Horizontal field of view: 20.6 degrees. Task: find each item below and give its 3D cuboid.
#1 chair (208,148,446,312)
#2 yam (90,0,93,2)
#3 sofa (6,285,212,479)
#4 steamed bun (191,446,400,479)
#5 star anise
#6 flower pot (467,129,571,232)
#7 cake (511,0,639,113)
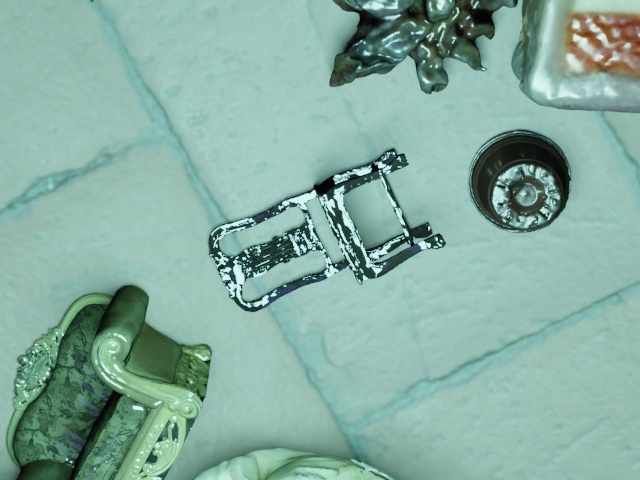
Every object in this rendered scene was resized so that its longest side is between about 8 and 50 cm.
[{"bbox_3d":[0.000,0.000,1.810,0.229,0.113,0.106,-25,98,1],"label":"chair"},{"bbox_3d":[-0.187,-0.289,1.795,0.129,0.033,0.027,-31,72,1],"label":"yam"},{"bbox_3d":[-0.240,0.187,1.797,0.182,0.200,0.258,28,101,-7],"label":"sofa"},{"bbox_3d":[0.007,0.377,1.816,0.394,0.237,0.346,-25,76,34],"label":"steamed bun"},{"bbox_3d":[0.099,-0.256,1.766,0.214,0.099,0.220,3,101,-10],"label":"star anise"},{"bbox_3d":[0.209,-0.054,1.806,0.111,0.089,0.111,0,101,0],"label":"flower pot"},{"bbox_3d":[0.349,-0.237,1.706,0.309,0.230,0.237,4,103,-2],"label":"cake"}]
